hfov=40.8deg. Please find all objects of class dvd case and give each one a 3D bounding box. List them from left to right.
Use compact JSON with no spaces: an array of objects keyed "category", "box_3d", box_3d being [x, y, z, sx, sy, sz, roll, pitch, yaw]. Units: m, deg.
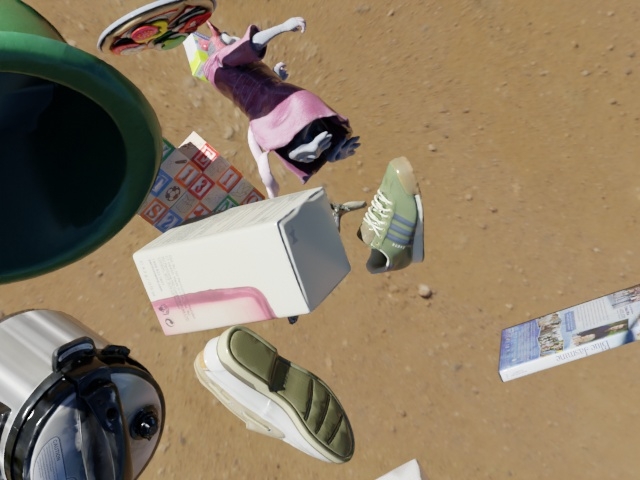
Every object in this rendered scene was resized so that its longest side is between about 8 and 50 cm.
[{"category":"dvd case","box_3d":[0.391,0.133,1.292,0.253,0.180,0.022,-22,98,18]}]

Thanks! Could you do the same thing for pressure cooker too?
[{"category":"pressure cooker","box_3d":[-0.538,0.367,1.819,0.376,0.420,0.370,-59,143,-9]}]

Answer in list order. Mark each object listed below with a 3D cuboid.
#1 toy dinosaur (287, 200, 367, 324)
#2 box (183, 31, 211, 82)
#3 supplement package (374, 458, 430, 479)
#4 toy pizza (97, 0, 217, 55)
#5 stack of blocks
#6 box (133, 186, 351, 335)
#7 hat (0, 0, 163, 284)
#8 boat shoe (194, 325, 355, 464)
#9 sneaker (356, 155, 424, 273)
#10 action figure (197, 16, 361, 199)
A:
[{"category":"toy dinosaur","box_3d":[0.000,0.000,1.339,0.064,0.118,0.268,25,60,18]},{"category":"box","box_3d":[-0.227,-0.382,1.813,0.109,0.178,0.042,19,119,-29]},{"category":"supplement package","box_3d":[0.059,0.344,0.721,0.177,0.293,0.175,-30,95,5]},{"category":"toy pizza","box_3d":[-0.253,-0.330,1.354,0.201,0.201,0.032,-23,91,-2]},{"category":"stack of blocks","box_3d":[-0.246,-0.100,1.516,0.171,0.297,0.087,-48,54,-1]},{"category":"box","box_3d":[-0.101,0.029,1.142,0.232,0.148,0.127,-11,106,29]},{"category":"hat","box_3d":[-0.186,-0.106,0.468,0.173,0.184,0.208,11,135,-40]},{"category":"boat shoe","box_3d":[-0.071,0.257,1.378,0.103,0.113,0.302,-32,111,35]},{"category":"sneaker","box_3d":[0.091,-0.023,1.171,0.086,0.064,0.192,-22,137,-10]},{"category":"action figure","box_3d":[-0.112,-0.255,1.576,0.370,0.248,0.276,41,75,17]}]
